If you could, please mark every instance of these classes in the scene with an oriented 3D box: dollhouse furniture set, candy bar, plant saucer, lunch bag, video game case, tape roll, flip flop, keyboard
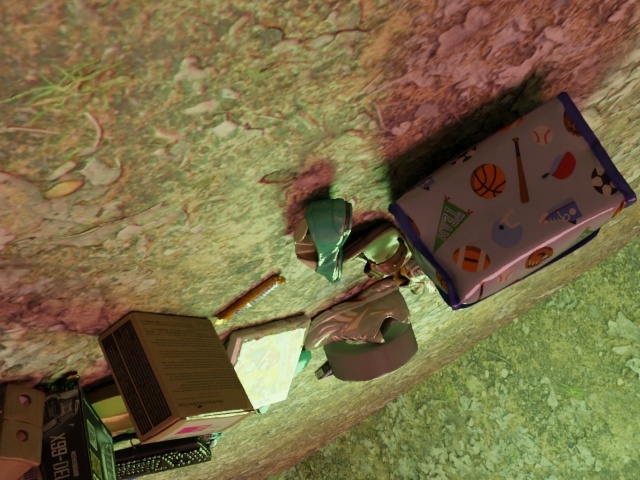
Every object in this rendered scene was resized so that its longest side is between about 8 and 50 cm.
[{"bbox_3d":[-0.544,0.294,1.161,0.183,0.129,0.129,27,126,-37],"label":"dollhouse furniture set"},{"bbox_3d":[-0.128,0.108,1.370,0.161,0.018,0.040,-35,159,19],"label":"candy bar"},{"bbox_3d":[-0.393,0.325,1.476,0.240,0.037,0.241,-17,156,-8],"label":"plant saucer"},{"bbox_3d":[0.305,-0.043,1.281,0.327,0.239,0.385,-31,176,4],"label":"lunch bag"},{"bbox_3d":[-0.128,0.274,1.619,0.206,0.026,0.227,-9,125,-44],"label":"video game case"},{"bbox_3d":[0.120,0.252,1.803,0.219,0.072,0.219,-18,-164,5],"label":"tape roll"},{"bbox_3d":[0.119,0.035,1.424,0.112,0.080,0.277,-33,160,13],"label":"flip flop"},{"bbox_3d":[-0.429,0.508,1.781,0.317,0.033,0.202,-16,134,9],"label":"keyboard"}]

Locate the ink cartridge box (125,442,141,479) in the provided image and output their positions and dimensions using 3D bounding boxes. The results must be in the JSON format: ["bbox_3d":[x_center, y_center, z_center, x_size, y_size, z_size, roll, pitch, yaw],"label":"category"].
[{"bbox_3d":[-0.505,0.601,2.029,0.097,0.046,0.207,-17,157,-27],"label":"ink cartridge box"}]

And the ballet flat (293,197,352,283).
[{"bbox_3d":[0.000,0.000,1.210,0.087,0.083,0.247,3,156,-1],"label":"ballet flat"}]

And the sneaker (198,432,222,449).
[{"bbox_3d":[-0.265,0.443,1.848,0.283,0.122,0.110,-38,158,24],"label":"sneaker"}]

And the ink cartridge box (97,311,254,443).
[{"bbox_3d":[-0.236,0.226,1.256,0.088,0.193,0.234,-34,159,15],"label":"ink cartridge box"}]

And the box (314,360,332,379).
[{"bbox_3d":[0.075,0.360,2.237,0.162,0.029,0.116,-11,154,-38],"label":"box"}]

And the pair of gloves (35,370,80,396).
[{"bbox_3d":[-0.456,0.253,1.298,0.083,0.010,0.074,-21,158,-27],"label":"pair of gloves"}]

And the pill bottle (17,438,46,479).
[{"bbox_3d":[-0.631,0.448,1.280,0.333,0.188,0.188,-3,148,-49],"label":"pill bottle"}]

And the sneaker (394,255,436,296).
[{"bbox_3d":[0.206,0.068,1.650,0.092,0.088,0.225,-8,160,2],"label":"sneaker"}]

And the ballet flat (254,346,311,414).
[{"bbox_3d":[-0.111,0.334,1.863,0.213,0.068,0.072,-48,136,-22],"label":"ballet flat"}]

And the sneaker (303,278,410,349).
[{"bbox_3d":[0.083,0.196,1.710,0.262,0.121,0.099,-30,159,5],"label":"sneaker"}]

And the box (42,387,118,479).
[{"bbox_3d":[-0.417,0.429,1.336,0.076,0.243,0.307,-12,152,-11],"label":"box"}]
